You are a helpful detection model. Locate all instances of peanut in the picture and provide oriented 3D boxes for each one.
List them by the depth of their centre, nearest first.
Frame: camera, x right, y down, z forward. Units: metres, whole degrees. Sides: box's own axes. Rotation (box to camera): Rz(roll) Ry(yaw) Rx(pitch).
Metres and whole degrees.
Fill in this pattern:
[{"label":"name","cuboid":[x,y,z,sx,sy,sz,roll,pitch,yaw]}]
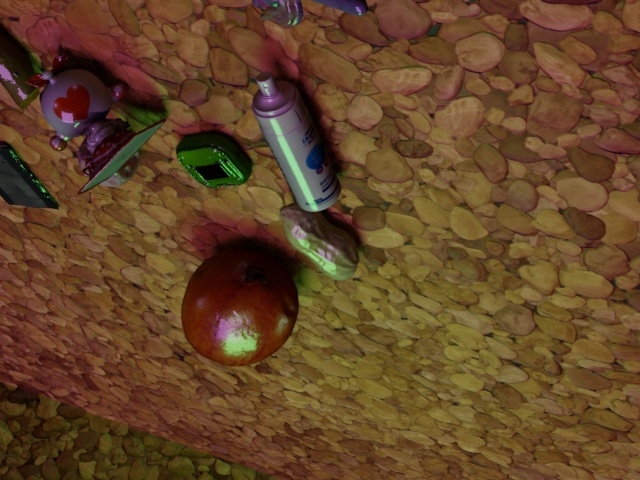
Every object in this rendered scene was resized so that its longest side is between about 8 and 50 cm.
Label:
[{"label":"peanut","cuboid":[0.000,0.000,2.022,0.214,0.090,0.098,40,158,-27]}]

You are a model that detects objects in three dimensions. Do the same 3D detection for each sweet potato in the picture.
[{"label":"sweet potato","cuboid":[-0.608,-0.358,1.910,0.077,0.077,0.244,-2,132,36]}]

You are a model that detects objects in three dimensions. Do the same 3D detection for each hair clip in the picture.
[{"label":"hair clip","cuboid":[-0.032,-0.379,1.463,0.278,0.090,0.137,5,136,28]}]

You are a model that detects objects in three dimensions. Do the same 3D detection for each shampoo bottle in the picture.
[{"label":"shampoo bottle","cuboid":[-0.047,-0.179,1.779,0.092,0.092,0.303,7,144,26]}]

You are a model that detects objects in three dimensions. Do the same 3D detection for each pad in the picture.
[{"label":"pad","cuboid":[-0.733,-0.149,2.359,0.174,0.022,0.233,6,146,27]}]

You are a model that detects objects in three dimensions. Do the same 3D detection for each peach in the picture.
[{"label":"peach","cuboid":[-0.179,0.141,2.230,0.281,0.238,0.281,16,113,41]}]

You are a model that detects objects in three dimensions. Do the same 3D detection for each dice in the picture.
[{"label":"dice","cuboid":[-0.429,-0.169,2.050,0.093,0.094,0.091,4,143,27]}]

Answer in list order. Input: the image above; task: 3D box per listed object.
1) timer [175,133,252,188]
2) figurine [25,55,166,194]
[{"label":"timer","cuboid":[-0.209,-0.153,1.971,0.140,0.047,0.128,-3,141,38]},{"label":"figurine","cuboid":[-0.446,-0.237,1.889,0.183,0.160,0.226,-41,95,21]}]
